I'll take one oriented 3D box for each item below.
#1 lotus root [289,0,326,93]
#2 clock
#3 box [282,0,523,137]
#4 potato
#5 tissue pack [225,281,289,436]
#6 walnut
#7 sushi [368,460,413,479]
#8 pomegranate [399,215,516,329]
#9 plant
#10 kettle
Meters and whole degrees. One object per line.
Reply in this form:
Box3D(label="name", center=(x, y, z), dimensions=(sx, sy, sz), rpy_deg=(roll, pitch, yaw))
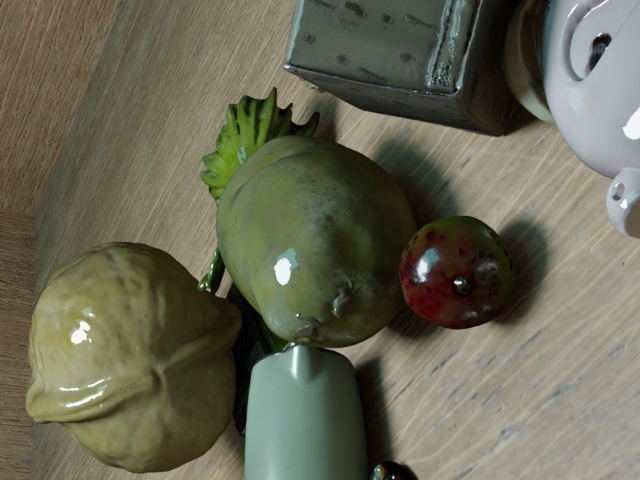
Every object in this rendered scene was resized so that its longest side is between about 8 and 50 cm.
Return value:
Box3D(label="lotus root", center=(0.060, -0.376, 1.333), dimensions=(0.169, 0.151, 0.343), rpy_deg=(21, 94, 47))
Box3D(label="clock", center=(0.311, -0.194, 0.773), dimensions=(0.342, 0.184, 0.326), rpy_deg=(-53, 32, 31))
Box3D(label="box", center=(0.113, -0.246, 0.970), dimensions=(0.190, 0.297, 0.225), rpy_deg=(15, 94, 19))
Box3D(label="potato", center=(0.000, 0.000, 1.189), dimensions=(0.326, 0.243, 0.221), rpy_deg=(46, 147, 49))
Box3D(label="tissue pack", center=(-0.106, 0.181, 1.492), dimensions=(0.173, 0.073, 0.235), rpy_deg=(-66, 29, 26))
Box3D(label="walnut", center=(-0.288, 0.176, 1.417), dimensions=(0.381, 0.381, 0.381), rpy_deg=(-33, 51, 53))
Box3D(label="sushi", center=(0.095, 0.303, 1.117), dimensions=(0.046, 0.044, 0.083), rpy_deg=(-52, 33, 2))
Box3D(label="pomegranate", center=(0.142, 0.034, 1.030), dimensions=(0.159, 0.129, 0.129), rpy_deg=(7, 85, 63))
Box3D(label="plant", center=(-0.082, -0.083, 1.402), dimensions=(0.333, 0.180, 0.251), rpy_deg=(-108, 31, -61))
Box3D(label="kettle", center=(-0.022, 0.288, 1.220), dimensions=(0.240, 0.165, 0.255), rpy_deg=(92, 174, -58))
